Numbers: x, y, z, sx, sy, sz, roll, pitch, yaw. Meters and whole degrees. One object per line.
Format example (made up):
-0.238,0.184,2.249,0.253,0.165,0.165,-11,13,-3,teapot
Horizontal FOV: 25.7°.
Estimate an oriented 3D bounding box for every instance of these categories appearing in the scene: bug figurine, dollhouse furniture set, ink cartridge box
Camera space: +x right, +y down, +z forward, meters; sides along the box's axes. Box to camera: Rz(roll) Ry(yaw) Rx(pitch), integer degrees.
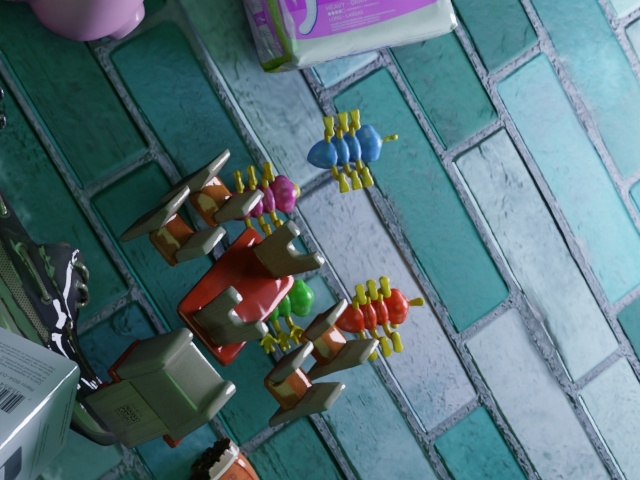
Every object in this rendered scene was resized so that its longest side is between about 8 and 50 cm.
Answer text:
0.000,0.000,1.571,0.216,0.072,0.279,-12,99,-17,bug figurine
-0.110,0.086,1.424,0.262,0.135,0.259,52,46,-12,dollhouse furniture set
-0.372,0.180,1.249,0.198,0.114,0.273,24,34,11,ink cartridge box

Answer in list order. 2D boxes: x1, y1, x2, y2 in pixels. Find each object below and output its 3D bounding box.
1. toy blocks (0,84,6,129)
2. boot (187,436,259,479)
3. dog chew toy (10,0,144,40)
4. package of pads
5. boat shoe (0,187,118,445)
-0.499,-0.221,1.297,0.309,0.260,0.288,-23,130,-37,toy blocks
-0.127,0.299,1.522,0.158,0.059,0.084,-45,111,-18,boot
-0.299,-0.332,1.384,0.206,0.206,0.332,-49,115,-16,dog chew toy
0.005,-0.349,1.561,0.229,0.101,0.296,-16,95,-24,package of pads
-0.291,0.051,1.413,0.130,0.132,0.355,-41,106,-18,boat shoe
